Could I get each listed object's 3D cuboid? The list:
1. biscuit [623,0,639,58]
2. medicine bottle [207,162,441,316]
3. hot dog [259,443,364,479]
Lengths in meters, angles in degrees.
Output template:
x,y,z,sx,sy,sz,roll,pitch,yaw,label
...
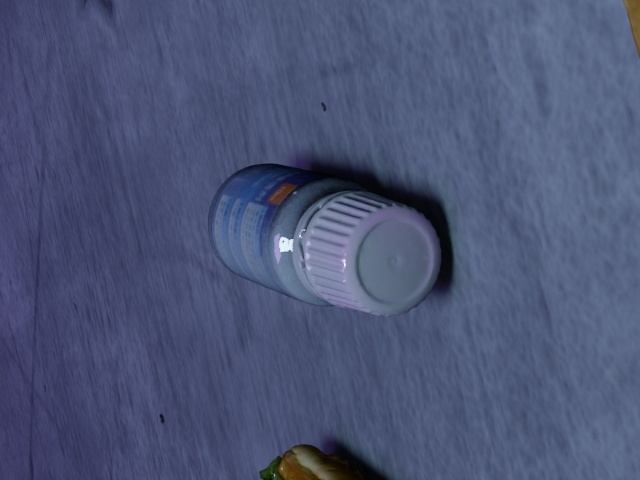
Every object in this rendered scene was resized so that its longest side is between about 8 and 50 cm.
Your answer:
x,y,z,sx,sy,sz,roll,pitch,yaw,label
0.193,-0.142,0.470,0.344,0.057,0.287,114,138,-54,biscuit
0.000,0.000,0.946,0.203,0.083,0.083,20,119,63,medicine bottle
0.018,0.189,1.026,0.188,0.055,0.072,-153,59,-62,hot dog
